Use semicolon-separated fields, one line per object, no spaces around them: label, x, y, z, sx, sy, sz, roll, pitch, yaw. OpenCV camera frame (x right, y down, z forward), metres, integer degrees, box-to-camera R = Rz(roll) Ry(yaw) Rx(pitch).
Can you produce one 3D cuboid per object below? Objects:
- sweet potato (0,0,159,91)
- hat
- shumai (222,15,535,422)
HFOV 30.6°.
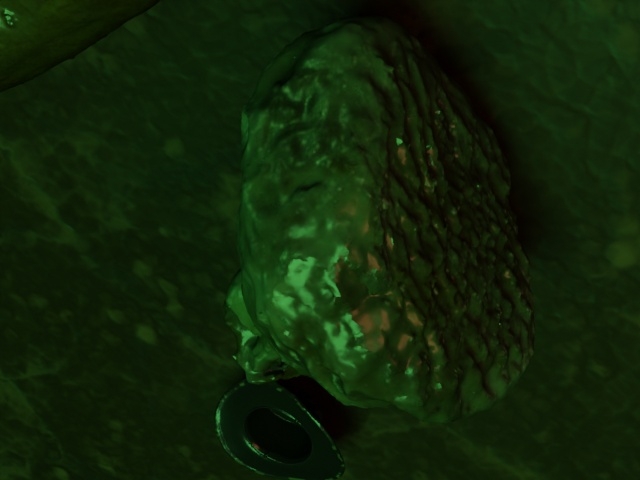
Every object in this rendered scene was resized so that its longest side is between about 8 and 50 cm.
sweet potato;-0.187;-0.180;0.733;0.369;0.158;0.158;-12;121;24
hat;-0.027;0.157;0.991;0.121;0.050;0.121;14;129;18
shumai;0.000;0.000;0.752;0.222;0.225;0.261;-6;125;34
